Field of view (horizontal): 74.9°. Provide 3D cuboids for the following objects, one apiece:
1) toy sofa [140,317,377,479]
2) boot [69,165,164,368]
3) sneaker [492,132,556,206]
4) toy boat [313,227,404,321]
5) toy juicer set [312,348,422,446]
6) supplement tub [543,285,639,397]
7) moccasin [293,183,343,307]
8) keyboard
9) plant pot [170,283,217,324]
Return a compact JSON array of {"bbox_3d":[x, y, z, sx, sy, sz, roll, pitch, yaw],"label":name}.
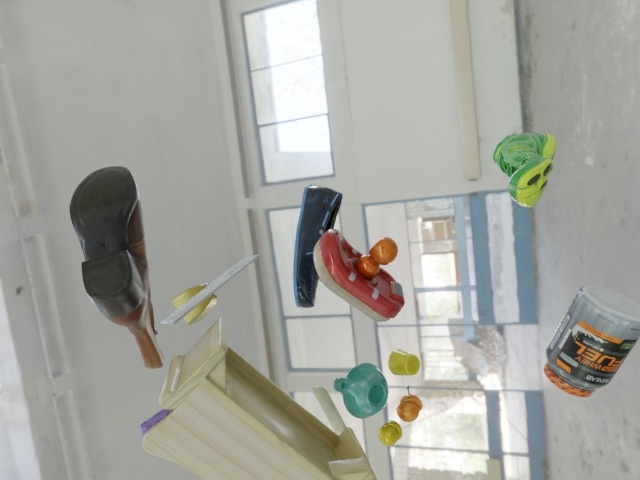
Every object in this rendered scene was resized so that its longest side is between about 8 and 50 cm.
[{"bbox_3d":[-0.099,0.317,0.686,0.362,0.177,0.150,44,176,-14],"label":"toy sofa"},{"bbox_3d":[-0.312,0.050,0.707,0.280,0.096,0.264,100,148,-57],"label":"boot"},{"bbox_3d":[0.438,-0.163,0.919,0.295,0.123,0.110,-45,-34,-50],"label":"sneaker"},{"bbox_3d":[0.100,0.051,0.878,0.231,0.151,0.151,36,-156,-11],"label":"toy boat"},{"bbox_3d":[0.120,0.412,1.039,0.328,0.089,0.209,-9,-91,-33],"label":"toy juicer set"},{"bbox_3d":[0.504,0.191,0.780,0.117,0.117,0.191,-55,-20,-64],"label":"supplement tub"},{"bbox_3d":[0.000,0.000,1.037,0.138,0.116,0.342,86,-171,-65],"label":"moccasin"},{"bbox_3d":[-0.242,0.105,0.940,0.256,0.072,0.014,-42,-76,-39],"label":"keyboard"},{"bbox_3d":[-0.320,0.157,1.092,0.081,0.083,0.081,51,-172,6],"label":"plant pot"}]
